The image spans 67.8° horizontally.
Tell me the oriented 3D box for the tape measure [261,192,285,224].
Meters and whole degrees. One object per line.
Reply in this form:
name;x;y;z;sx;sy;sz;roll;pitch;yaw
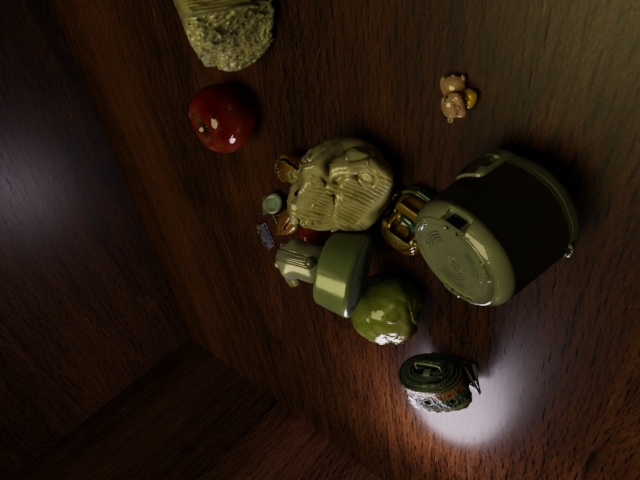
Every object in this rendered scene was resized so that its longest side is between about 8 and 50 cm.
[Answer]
tape measure;-0.185;-0.142;2.098;0.107;0.104;0.180;1;162;20

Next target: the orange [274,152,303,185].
orange;-0.088;-0.264;1.801;0.160;0.112;0.170;14;156;28

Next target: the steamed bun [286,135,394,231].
steamed bun;0.054;-0.202;1.582;0.394;0.237;0.346;-21;129;24

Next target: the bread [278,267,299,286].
bread;-0.167;0.163;2.367;0.153;0.028;0.068;58;148;-7

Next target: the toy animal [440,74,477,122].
toy animal;0.347;-0.363;1.221;0.091;0.082;0.114;8;126;44

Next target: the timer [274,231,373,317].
timer;-0.007;0.087;1.654;0.316;0.290;0.290;15;135;17

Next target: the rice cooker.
rice cooker;0.441;-0.037;1.207;0.335;0.325;0.335;50;165;18

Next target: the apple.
apple;-0.378;-0.476;1.843;0.260;0.216;0.260;32;143;28

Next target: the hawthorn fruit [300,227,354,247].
hawthorn fruit;0.000;0.000;1.824;0.207;0.243;0.207;39;148;31

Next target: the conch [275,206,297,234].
conch;-0.115;-0.113;1.994;0.330;0.109;0.093;-50;49;42

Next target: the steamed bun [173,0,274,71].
steamed bun;-0.303;-0.686;1.512;0.273;0.291;0.272;56;157;26

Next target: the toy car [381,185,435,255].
toy car;0.284;-0.049;1.534;0.200;0.142;0.247;37;142;21

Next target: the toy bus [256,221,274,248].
toy bus;-0.265;-0.024;2.284;0.037;0.052;0.130;8;126;52

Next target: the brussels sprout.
brussels sprout;0.244;0.259;1.806;0.274;0.242;0.316;12;140;11

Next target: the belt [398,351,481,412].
belt;0.445;0.543;1.846;0.295;0.207;0.160;0;123;48
